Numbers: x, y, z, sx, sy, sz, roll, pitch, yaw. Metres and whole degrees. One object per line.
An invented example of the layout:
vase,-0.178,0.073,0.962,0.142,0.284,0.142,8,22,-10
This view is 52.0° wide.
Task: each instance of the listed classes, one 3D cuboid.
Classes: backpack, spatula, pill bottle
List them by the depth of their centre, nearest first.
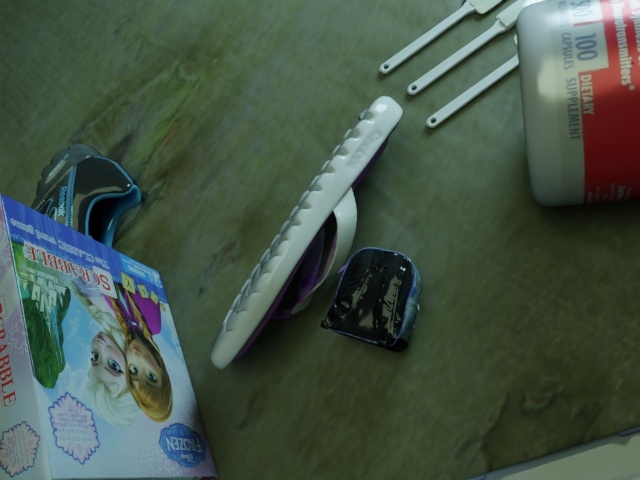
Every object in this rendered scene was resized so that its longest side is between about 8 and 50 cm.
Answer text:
pill bottle,0.423,-0.165,0.678,0.408,0.229,0.228,-5,70,19
backpack,0.072,0.071,0.808,0.105,0.084,0.114,14,81,26
spatula,0.214,-0.270,0.911,0.242,0.019,0.168,-36,64,6

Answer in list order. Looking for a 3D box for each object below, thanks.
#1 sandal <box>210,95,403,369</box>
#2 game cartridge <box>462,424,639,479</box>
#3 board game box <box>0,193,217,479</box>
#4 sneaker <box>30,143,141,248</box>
sandal,0.002,0.000,0.841,0.102,0.169,0.416,33,86,-6
game cartridge,0.277,0.328,0.657,0.355,0.068,0.230,-22,62,12
board game box,-0.263,0.141,0.780,0.066,0.319,0.317,-27,65,10
sneaker,-0.407,0.018,0.986,0.140,0.125,0.340,29,86,22
